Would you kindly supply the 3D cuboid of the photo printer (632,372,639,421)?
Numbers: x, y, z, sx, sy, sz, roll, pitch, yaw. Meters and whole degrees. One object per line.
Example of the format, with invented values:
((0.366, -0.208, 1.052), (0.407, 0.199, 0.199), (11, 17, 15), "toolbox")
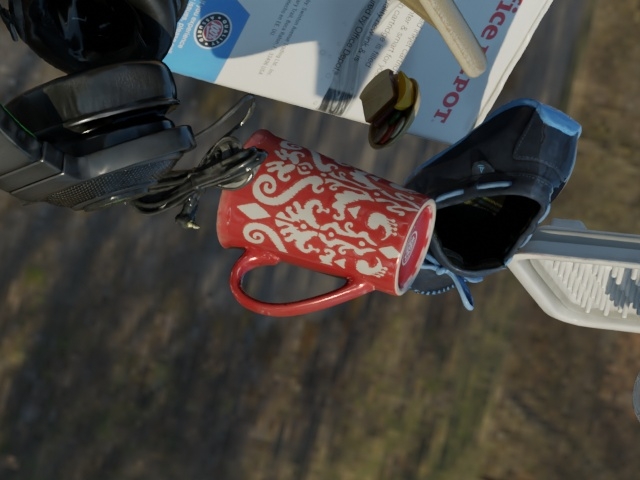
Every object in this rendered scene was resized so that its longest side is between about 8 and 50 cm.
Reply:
((0.484, 0.272, 2.058), (0.107, 0.256, 0.307), (-43, -146, 16), "photo printer")

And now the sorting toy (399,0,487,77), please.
((0.007, -0.254, 1.248), (0.041, 0.229, 0.307), (-42, 147, 0), "sorting toy")

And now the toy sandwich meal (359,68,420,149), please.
((0.064, -0.127, 1.741), (0.085, 0.029, 0.085), (-44, -150, 33), "toy sandwich meal")

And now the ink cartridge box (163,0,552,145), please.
((0.029, -0.292, 1.929), (0.285, 0.395, 0.166), (-60, -150, 31), "ink cartridge box")

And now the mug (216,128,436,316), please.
((0.004, -0.004, 1.616), (0.113, 0.169, 0.150), (-25, 132, -68), "mug")

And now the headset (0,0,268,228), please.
((-0.178, -0.118, 1.306), (0.394, 0.185, 0.243), (30, 50, -49), "headset")

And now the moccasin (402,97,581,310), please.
((0.136, -0.020, 1.786), (0.342, 0.137, 0.117), (121, -11, -59), "moccasin")

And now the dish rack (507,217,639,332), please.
((0.413, 0.048, 2.218), (0.285, 0.333, 0.072), (42, 57, -61), "dish rack")
